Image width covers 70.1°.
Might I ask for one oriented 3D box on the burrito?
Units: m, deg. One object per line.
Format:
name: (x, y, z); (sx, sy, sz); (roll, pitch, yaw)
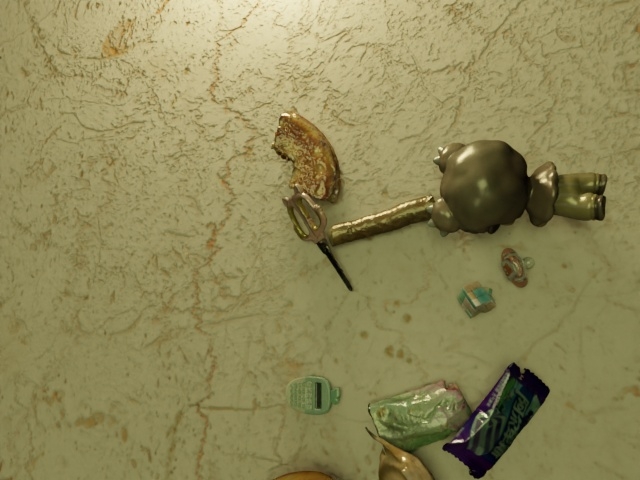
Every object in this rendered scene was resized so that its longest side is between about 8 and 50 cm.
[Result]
burrito: (0.239, 0.420, 1.081); (0.228, 0.089, 0.144); (-27, 77, 13)

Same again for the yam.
yam: (0.163, -0.049, 1.202); (0.299, 0.066, 0.066); (-18, 75, 12)

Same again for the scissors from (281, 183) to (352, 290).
scissors: (0.000, 0.000, 1.229); (0.024, 0.160, 0.318); (-30, 86, -35)

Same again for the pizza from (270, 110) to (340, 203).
pizza: (-0.041, -0.232, 1.285); (0.161, 0.085, 0.306); (-27, 80, -1)

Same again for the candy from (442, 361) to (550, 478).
candy: (0.397, 0.408, 1.028); (0.145, 0.070, 0.275); (37, 93, -22)

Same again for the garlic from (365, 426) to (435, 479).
garlic: (0.187, 0.603, 1.009); (0.195, 0.151, 0.339); (1, 90, 16)

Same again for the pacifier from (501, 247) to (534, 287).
pacifier: (0.478, 0.060, 1.087); (0.077, 0.081, 0.100); (-15, 74, -15)

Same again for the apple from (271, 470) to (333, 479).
apple: (-0.046, 0.666, 1.045); (0.233, 0.257, 0.257); (-24, 71, -23)

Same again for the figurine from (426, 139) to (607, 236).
figurine: (0.445, -0.114, 1.056); (0.379, 0.203, 0.249); (7, 78, 17)

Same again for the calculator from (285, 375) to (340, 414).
calculator: (-0.020, 0.405, 1.193); (0.152, 0.021, 0.095); (-4, 79, 17)

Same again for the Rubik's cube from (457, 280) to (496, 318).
Rubik's cube: (0.380, 0.140, 1.098); (0.073, 0.084, 0.075); (-20, 71, -10)
